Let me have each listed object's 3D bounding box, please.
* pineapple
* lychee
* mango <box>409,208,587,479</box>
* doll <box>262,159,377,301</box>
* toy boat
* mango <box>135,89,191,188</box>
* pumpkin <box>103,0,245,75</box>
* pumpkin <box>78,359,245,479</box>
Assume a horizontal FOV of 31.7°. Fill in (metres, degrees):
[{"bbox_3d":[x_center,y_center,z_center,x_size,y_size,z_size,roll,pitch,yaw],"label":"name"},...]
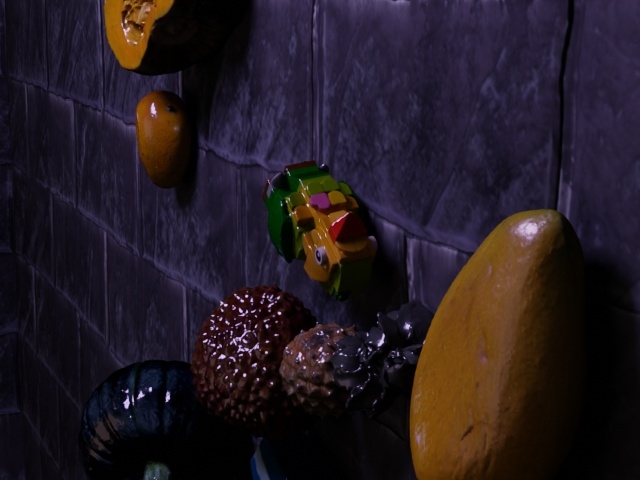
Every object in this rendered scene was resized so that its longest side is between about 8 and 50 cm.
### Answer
[{"bbox_3d":[0.050,0.134,1.221,0.237,0.111,0.119,-14,114,56],"label":"pineapple"},{"bbox_3d":[-0.068,0.146,1.391,0.188,0.188,0.188,21,113,62],"label":"lychee"},{"bbox_3d":[0.155,0.116,0.973,0.176,0.119,0.316,-129,45,-61],"label":"mango"},{"bbox_3d":[0.000,-0.008,1.285,0.186,0.106,0.134,-135,41,-53],"label":"doll"},{"bbox_3d":[0.005,0.342,1.361,0.299,0.096,0.061,51,130,46],"label":"toy boat"},{"bbox_3d":[-0.252,-0.159,1.807,0.115,0.089,0.165,-150,56,-61],"label":"mango"},{"bbox_3d":[-0.216,-0.385,1.632,0.317,0.139,0.221,-42,59,60],"label":"pumpkin"},{"bbox_3d":[-0.231,0.306,1.644,0.248,0.248,0.248,21,113,62],"label":"pumpkin"}]
